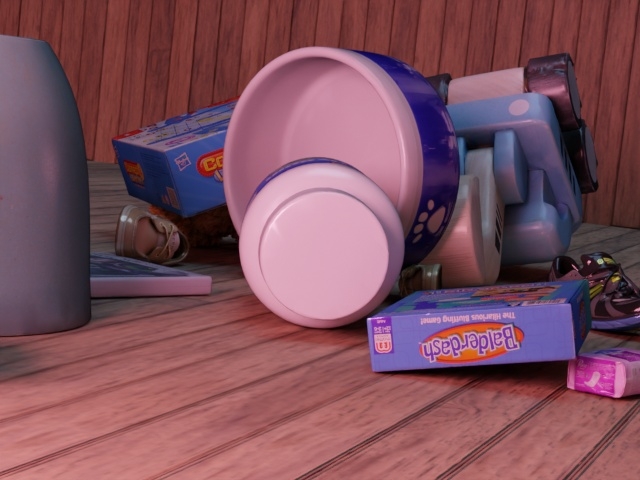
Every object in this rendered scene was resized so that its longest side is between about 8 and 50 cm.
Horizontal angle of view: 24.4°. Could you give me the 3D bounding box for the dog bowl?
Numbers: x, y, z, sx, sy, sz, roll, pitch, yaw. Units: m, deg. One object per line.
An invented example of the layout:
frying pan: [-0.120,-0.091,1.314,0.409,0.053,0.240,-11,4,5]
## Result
dog bowl: [0.021,-0.080,1.638,0.265,0.265,0.104,10,9,39]

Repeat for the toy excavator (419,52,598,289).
toy excavator: [0.222,-0.050,1.898,0.222,0.445,0.433,-8,-37,18]

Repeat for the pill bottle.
pill bottle: [0.000,0.000,1.389,0.152,0.152,0.272,6,5,-3]

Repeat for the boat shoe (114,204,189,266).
boat shoe: [-0.185,-0.003,1.651,0.059,0.063,0.170,9,-2,9]

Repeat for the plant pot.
plant pot: [-0.328,-0.061,1.233,0.293,0.235,0.293,5,5,0]

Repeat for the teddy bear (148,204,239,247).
teddy bear: [-0.061,-0.039,1.970,0.338,0.113,0.245,7,8,19]

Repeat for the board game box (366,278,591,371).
board game box: [0.138,0.068,1.227,0.160,0.047,0.210,-5,3,15]

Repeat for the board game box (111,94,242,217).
board game box: [-0.087,-0.131,1.903,0.302,0.086,0.308,-21,13,-17]

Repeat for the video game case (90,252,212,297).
video game case: [-0.235,0.032,1.476,0.173,0.022,0.190,10,7,43]

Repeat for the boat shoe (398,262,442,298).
boat shoe: [0.105,0.049,1.569,0.045,0.050,0.135,3,-5,1]

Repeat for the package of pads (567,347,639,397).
package of pads: [0.237,0.105,1.175,0.050,0.032,0.083,7,4,37]

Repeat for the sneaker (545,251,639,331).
sneaker: [0.297,0.053,1.551,0.067,0.078,0.188,3,7,-29]
